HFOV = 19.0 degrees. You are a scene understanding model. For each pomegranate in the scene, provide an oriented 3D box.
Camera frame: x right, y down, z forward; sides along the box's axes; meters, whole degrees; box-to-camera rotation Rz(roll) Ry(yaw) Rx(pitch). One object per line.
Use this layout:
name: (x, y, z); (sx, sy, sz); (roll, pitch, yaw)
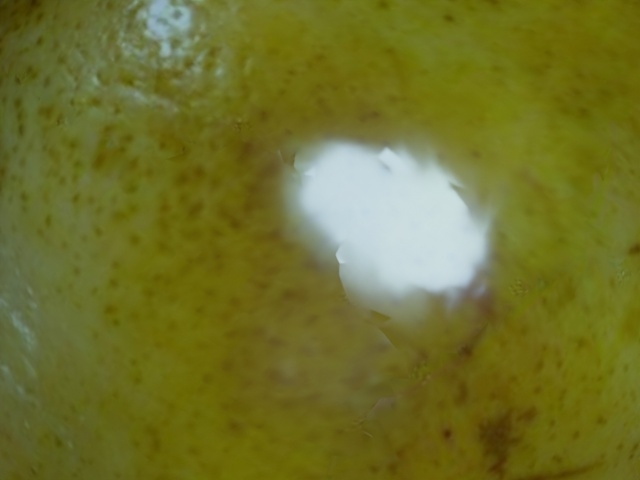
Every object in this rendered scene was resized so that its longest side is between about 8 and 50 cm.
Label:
pomegranate: (0.000, 0.000, 0.828); (0.417, 0.416, 0.416); (1, 85, -9)
